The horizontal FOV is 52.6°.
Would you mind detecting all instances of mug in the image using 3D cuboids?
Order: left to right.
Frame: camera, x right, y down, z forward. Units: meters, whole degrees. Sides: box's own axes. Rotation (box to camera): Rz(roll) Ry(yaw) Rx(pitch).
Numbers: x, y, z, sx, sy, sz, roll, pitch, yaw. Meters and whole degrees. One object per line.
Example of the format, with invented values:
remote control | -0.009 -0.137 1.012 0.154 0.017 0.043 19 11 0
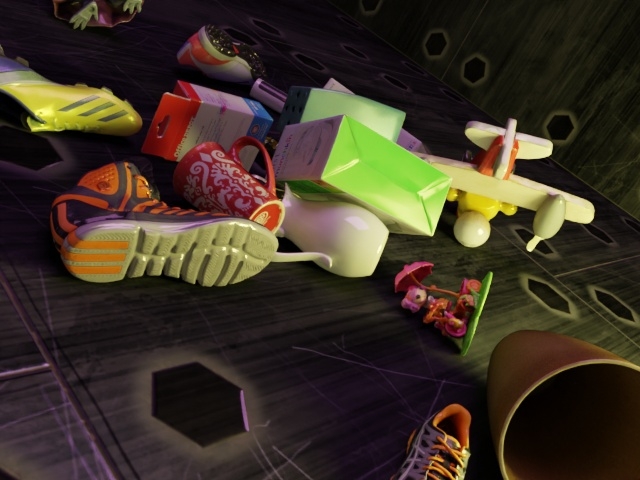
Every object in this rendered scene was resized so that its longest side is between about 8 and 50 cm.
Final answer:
mug | -0.140 -0.087 1.061 0.169 0.150 0.113 39 22 27

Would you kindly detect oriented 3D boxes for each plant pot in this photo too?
plant pot | 0.034 -0.259 1.470 0.234 0.166 0.165 18 4 -33
plant pot | 0.342 0.230 0.944 0.237 0.237 0.254 26 12 -7

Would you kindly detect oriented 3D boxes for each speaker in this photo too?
speaker | -0.118 -0.375 1.726 0.136 0.055 0.055 31 26 1

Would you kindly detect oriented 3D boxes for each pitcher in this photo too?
pitcher | 0.000 0.000 1.120 0.207 0.126 0.178 22 46 8

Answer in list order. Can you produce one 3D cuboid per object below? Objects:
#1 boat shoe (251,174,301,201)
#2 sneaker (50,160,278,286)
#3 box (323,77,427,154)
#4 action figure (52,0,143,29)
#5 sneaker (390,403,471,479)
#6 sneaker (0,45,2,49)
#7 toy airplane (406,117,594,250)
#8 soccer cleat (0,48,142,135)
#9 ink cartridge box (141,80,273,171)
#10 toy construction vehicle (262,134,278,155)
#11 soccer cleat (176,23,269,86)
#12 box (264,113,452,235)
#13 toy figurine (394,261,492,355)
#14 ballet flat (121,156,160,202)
boat shoe | -0.087 -0.079 1.241 0.133 0.049 0.042 25 53 -24
sneaker | -0.220 -0.035 0.928 0.321 0.125 0.180 7 35 -39
box | 0.162 -0.303 1.789 0.322 0.058 0.232 42 5 21
action figure | -0.583 -0.694 1.607 0.247 0.276 0.370 1 51 -35
sneaker | 0.139 0.276 0.783 0.084 0.083 0.215 31 27 -1
sneaker | -0.647 -0.332 1.100 0.208 0.082 0.094 16 6 -19
toy airplane | 0.395 -0.118 1.540 0.384 0.273 0.386 24 -10 -39
soccer cleat | -0.449 -0.221 1.104 0.289 0.093 0.121 17 58 -33
ink cartridge box | -0.224 -0.217 1.240 0.230 0.134 0.078 8 34 -38
toy construction vehicle | -0.091 -0.204 1.479 0.098 0.035 0.086 17 17 -30
soccer cleat | -0.248 -0.465 1.713 0.318 0.116 0.109 11 57 -65
box | 0.067 -0.119 1.218 0.261 0.127 0.231 25 -9 -29
toy figurine | 0.206 0.107 1.164 0.159 0.130 0.173 20 49 11
ballet flat | -0.299 -0.094 1.063 0.057 0.049 0.173 -12 35 -15
